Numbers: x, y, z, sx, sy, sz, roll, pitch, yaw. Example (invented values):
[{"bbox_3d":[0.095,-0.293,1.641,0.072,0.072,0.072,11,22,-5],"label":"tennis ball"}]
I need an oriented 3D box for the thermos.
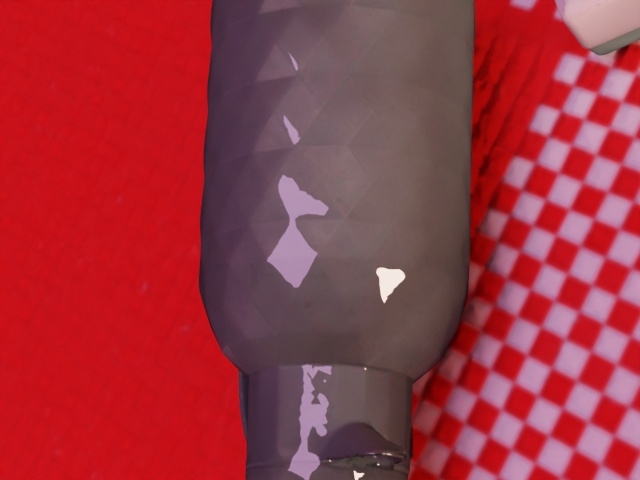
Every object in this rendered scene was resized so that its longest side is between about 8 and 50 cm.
[{"bbox_3d":[0.000,0.000,0.695,0.182,0.144,0.287,151,126,-64],"label":"thermos"}]

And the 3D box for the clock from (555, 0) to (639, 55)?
[{"bbox_3d":[0.206,-0.251,0.639,0.262,0.116,0.231,-23,63,30],"label":"clock"}]
